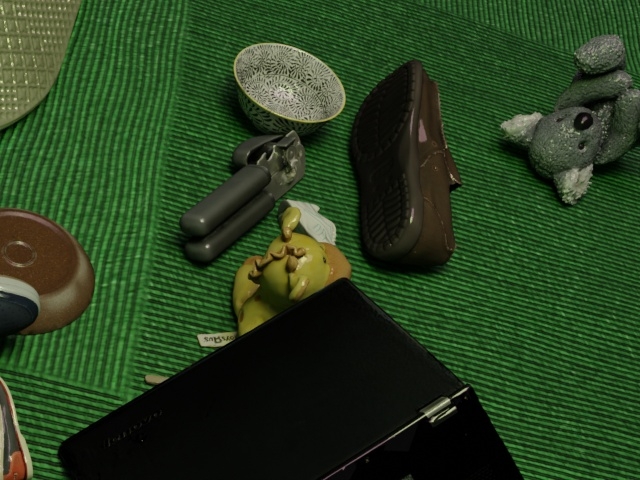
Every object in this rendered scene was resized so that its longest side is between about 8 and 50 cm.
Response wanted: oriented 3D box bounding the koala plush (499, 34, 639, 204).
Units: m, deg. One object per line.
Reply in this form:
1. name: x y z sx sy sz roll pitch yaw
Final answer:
1. koala plush: 0.407 -0.169 2.173 0.221 0.203 0.196 -39 83 -25

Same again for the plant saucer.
1. plant saucer: -0.362 0.025 1.653 0.198 0.036 0.199 15 43 -14

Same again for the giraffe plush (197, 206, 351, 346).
1. giraffe plush: -0.033 0.055 1.689 0.210 0.170 0.181 -16 57 -38

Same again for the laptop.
1. laptop: -0.005 0.295 1.447 0.382 0.236 0.408 -30 91 -13

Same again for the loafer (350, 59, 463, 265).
1. loafer: 0.129 -0.101 1.988 0.130 0.133 0.366 31 46 -31

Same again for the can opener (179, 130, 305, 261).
1. can opener: -0.112 -0.066 1.868 0.095 0.076 0.283 9 32 31

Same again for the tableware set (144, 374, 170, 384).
1. tableware set: -0.103 0.199 1.595 0.194 0.039 0.128 9 39 -19

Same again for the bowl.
1. bowl: -0.057 -0.202 2.009 0.170 0.080 0.170 15 42 -14

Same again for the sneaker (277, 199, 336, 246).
1. sneaker: 0.000 0.000 1.853 0.061 0.054 0.152 -4 49 -34

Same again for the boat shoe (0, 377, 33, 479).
1. boat shoe: -0.346 0.201 1.474 0.043 0.049 0.137 -8 56 -30

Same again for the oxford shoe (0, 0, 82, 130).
1. oxford shoe: -0.431 -0.304 1.897 0.130 0.169 0.449 -8 45 24

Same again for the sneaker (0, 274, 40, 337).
1. sneaker: -0.426 0.125 1.468 0.282 0.099 0.153 -5 47 -25
